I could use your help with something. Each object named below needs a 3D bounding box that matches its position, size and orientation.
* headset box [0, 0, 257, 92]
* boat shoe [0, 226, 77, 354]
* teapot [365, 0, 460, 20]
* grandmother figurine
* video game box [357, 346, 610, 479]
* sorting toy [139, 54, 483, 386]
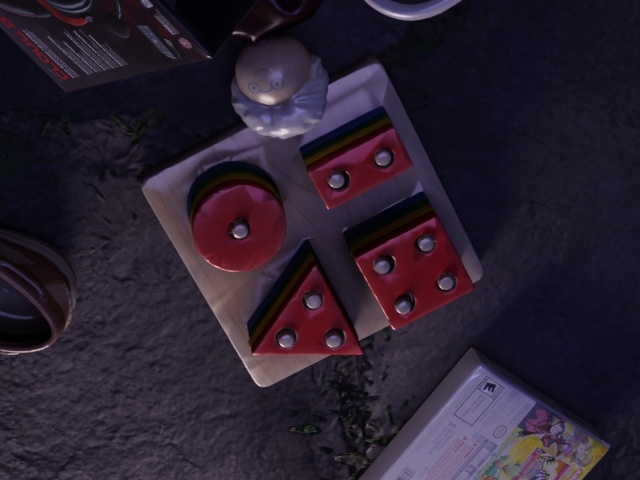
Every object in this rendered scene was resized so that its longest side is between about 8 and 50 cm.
[{"bbox_3d":[-0.201,-0.240,1.295,0.218,0.293,0.110,46,65,-25],"label":"headset box"},{"bbox_3d":[-0.376,0.020,1.455,0.324,0.116,0.123,16,110,-16],"label":"boat shoe"},{"bbox_3d":[0.127,-0.347,1.330,0.187,0.256,0.252,15,135,14],"label":"teapot"},{"bbox_3d":[-0.075,-0.247,1.384,0.208,0.104,0.342,-3,118,32],"label":"grandmother figurine"},{"bbox_3d":[0.169,0.237,1.681,0.187,0.048,0.205,34,105,-19],"label":"video game box"},{"bbox_3d":[0.000,0.000,1.523,0.255,0.089,0.257,-27,116,3],"label":"sorting toy"}]
